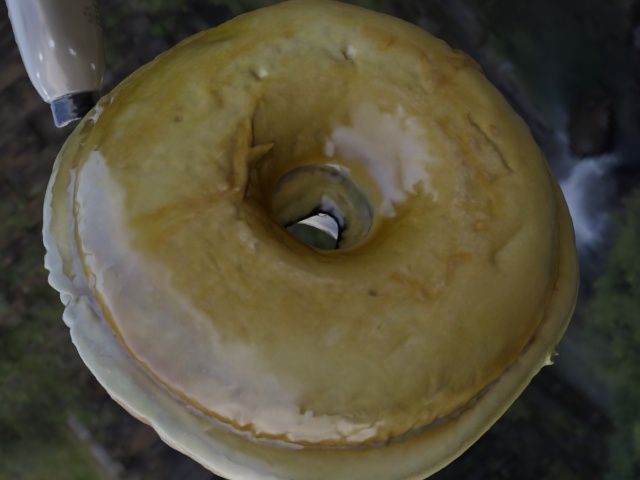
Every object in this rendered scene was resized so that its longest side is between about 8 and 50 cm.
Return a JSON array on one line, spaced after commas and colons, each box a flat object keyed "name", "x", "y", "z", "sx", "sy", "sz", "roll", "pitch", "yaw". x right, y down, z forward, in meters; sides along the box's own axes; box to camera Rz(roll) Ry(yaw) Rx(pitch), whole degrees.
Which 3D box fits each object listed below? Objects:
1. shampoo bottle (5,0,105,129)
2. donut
[{"name": "shampoo bottle", "x": -0.237, "y": -0.223, "z": 1.343, "sx": 0.127, "sy": 0.078, "sz": 0.257, "roll": 88, "pitch": 167, "yaw": -87}, {"name": "donut", "x": 0.000, "y": 0.000, "z": 1.247, "sx": 0.449, "sy": 0.449, "sz": 0.198, "roll": 47, "pitch": 149, "yaw": 15}]
